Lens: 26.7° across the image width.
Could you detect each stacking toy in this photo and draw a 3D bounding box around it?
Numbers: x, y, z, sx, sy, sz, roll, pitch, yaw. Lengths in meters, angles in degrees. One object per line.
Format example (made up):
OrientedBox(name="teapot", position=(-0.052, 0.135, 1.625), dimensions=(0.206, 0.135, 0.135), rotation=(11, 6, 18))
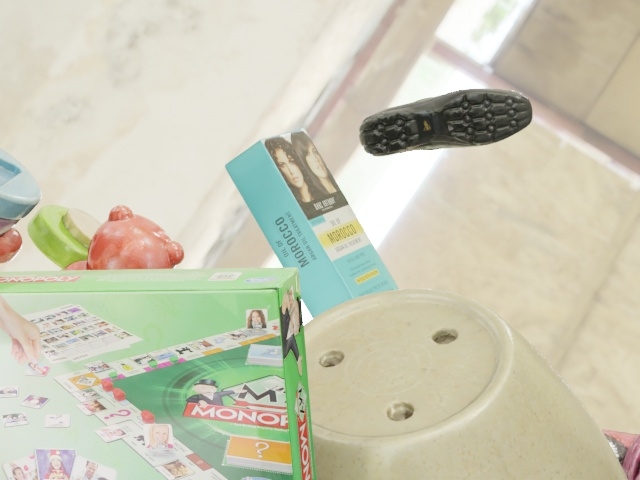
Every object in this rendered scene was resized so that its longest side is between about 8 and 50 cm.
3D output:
OrientedBox(name="stacking toy", position=(-0.295, -0.040, 1.480), dimensions=(0.130, 0.309, 0.279), rotation=(-54, 15, 13))

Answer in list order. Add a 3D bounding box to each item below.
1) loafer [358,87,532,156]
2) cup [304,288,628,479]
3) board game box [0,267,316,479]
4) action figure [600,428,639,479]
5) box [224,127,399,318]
OrientedBox(name="loafer", position=(0.159, -0.154, 1.724), dimensions=(0.078, 0.223, 0.076), rotation=(-55, -45, -73))
OrientedBox(name="cup", position=(0.069, 0.176, 0.967), dimensions=(0.331, 0.331, 0.237), rotation=(-44, -47, -40))
OrientedBox(name="board game box", position=(-0.161, 0.125, 0.816), dimensions=(0.046, 0.317, 0.214), rotation=(-43, -50, -70))
OrientedBox(name="action figure", position=(0.387, 0.278, 1.309), dimensions=(0.276, 0.370, 0.248), rotation=(-47, -14, 1))
OrientedBox(name="box", position=(0.000, 0.000, 1.473), dimensions=(0.060, 0.244, 0.100), rotation=(-33, -5, 31))
